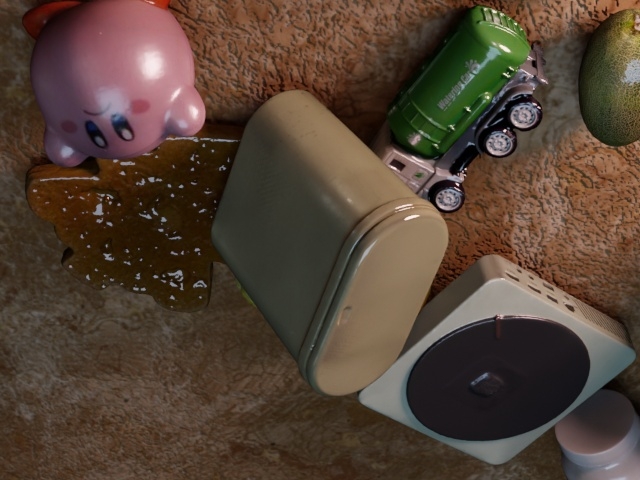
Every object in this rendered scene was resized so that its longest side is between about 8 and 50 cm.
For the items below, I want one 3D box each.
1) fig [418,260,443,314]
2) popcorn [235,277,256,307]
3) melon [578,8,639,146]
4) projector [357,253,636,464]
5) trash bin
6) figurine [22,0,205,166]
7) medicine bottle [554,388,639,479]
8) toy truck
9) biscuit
[{"bbox_3d":[0.080,0.055,1.703,0.109,0.103,0.155,10,145,-39],"label":"fig"},{"bbox_3d":[-0.038,0.042,1.698,0.109,0.096,0.089,-5,151,41],"label":"popcorn"},{"bbox_3d":[0.316,-0.166,1.503,0.099,0.099,0.162,2,137,-1],"label":"melon"},{"bbox_3d":[0.214,0.149,1.795,0.257,0.079,0.259,28,124,-30],"label":"projector"},{"bbox_3d":[0.000,0.000,1.531,0.121,0.247,0.243,-5,129,-36],"label":"trash bin"},{"bbox_3d":[-0.209,-0.164,1.463,0.173,0.173,0.173,0,132,0],"label":"figurine"},{"bbox_3d":[0.399,0.314,1.914,0.131,0.131,0.250,-18,129,16],"label":"medicine bottle"},{"bbox_3d":[0.141,-0.133,1.536,0.125,0.101,0.242,28,124,-17],"label":"toy truck"},{"bbox_3d":[-0.172,-0.038,1.660,0.301,0.043,0.278,-31,124,22],"label":"biscuit"}]
